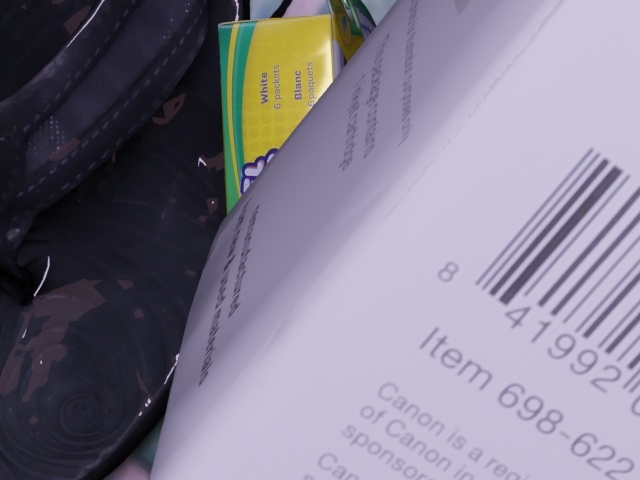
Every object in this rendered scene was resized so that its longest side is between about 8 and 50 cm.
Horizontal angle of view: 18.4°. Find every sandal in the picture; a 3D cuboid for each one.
[{"bbox_3d":[-0.094,-0.131,0.684,0.167,0.107,0.446,10,86,14],"label":"sandal"}]

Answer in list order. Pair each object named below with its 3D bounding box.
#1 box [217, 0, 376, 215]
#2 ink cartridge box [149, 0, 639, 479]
[{"bbox_3d":[0.000,0.000,0.650,0.043,0.105,0.179,-2,83,13],"label":"box"},{"bbox_3d":[0.184,-0.031,0.468,0.279,0.160,0.385,35,114,-12],"label":"ink cartridge box"}]
